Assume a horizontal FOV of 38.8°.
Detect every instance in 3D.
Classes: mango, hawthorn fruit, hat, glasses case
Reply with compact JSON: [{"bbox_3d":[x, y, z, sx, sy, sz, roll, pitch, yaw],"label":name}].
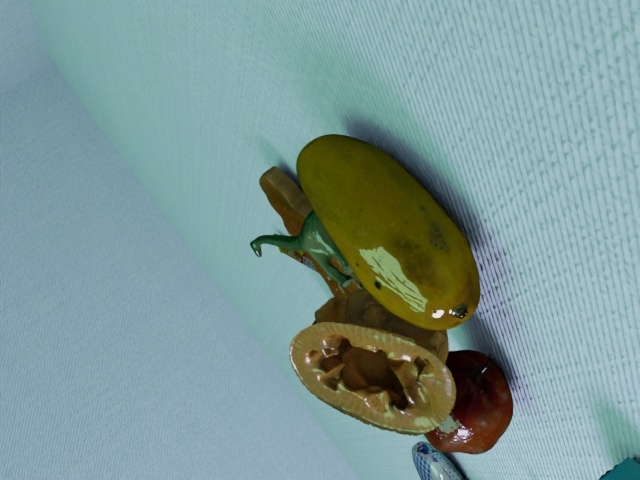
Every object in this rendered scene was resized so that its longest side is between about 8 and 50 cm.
[{"bbox_3d":[0.081,-0.023,1.206,0.359,0.144,0.187,51,167,27],"label":"mango"},{"bbox_3d":[0.219,0.230,1.361,0.157,0.157,0.194,48,146,25],"label":"hawthorn fruit"},{"bbox_3d":[0.117,0.119,1.319,0.233,0.233,0.244,38,138,-5],"label":"hat"},{"bbox_3d":[0.299,0.581,2.037,0.327,0.076,0.125,60,163,-25],"label":"glasses case"}]

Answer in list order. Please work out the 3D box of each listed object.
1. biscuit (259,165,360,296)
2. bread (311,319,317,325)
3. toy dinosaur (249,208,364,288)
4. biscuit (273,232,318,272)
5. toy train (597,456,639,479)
[{"bbox_3d":[0.000,0.000,1.720,0.334,0.047,0.202,52,165,1],"label":"biscuit"},{"bbox_3d":[0.041,0.210,1.896,0.129,0.134,0.260,54,166,-3],"label":"bread"},{"bbox_3d":[-0.019,-0.045,1.559,0.301,0.087,0.447,48,147,32],"label":"toy dinosaur"},{"bbox_3d":[-0.036,0.033,1.958,0.292,0.026,0.048,26,129,62],"label":"biscuit"},{"bbox_3d":[0.411,0.380,1.148,0.163,0.112,0.203,46,164,53],"label":"toy train"}]
